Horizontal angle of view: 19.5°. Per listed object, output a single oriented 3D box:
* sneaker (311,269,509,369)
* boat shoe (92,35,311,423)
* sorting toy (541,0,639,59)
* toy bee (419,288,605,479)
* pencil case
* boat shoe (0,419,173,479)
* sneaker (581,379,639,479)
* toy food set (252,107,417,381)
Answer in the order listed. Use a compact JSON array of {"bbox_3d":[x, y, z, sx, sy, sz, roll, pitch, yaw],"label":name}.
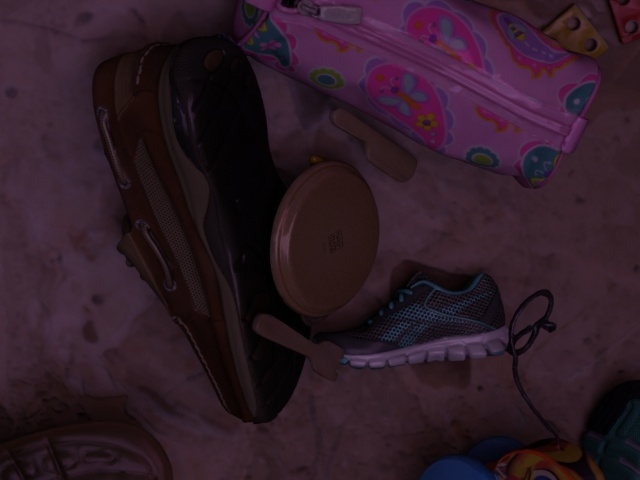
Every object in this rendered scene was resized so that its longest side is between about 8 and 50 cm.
[{"bbox_3d":[0.073,0.063,1.513,0.166,0.065,0.076,-6,89,-10],"label":"sneaker"},{"bbox_3d":[-0.092,-0.010,1.442,0.120,0.122,0.324,3,121,27],"label":"boat shoe"},{"bbox_3d":[0.193,-0.258,1.444,0.132,0.046,0.274,-18,107,-3],"label":"sorting toy"},{"bbox_3d":[0.158,0.218,1.482,0.195,0.162,0.298,-31,146,-39],"label":"toy bee"},{"bbox_3d":[0.068,-0.142,1.419,0.284,0.124,0.124,25,100,-14],"label":"pencil case"},{"bbox_3d":[-0.270,0.239,1.479,0.341,0.110,0.121,-27,86,4],"label":"boat shoe"},{"bbox_3d":[0.274,0.221,1.581,0.098,0.083,0.223,-2,108,-33],"label":"sneaker"},{"bbox_3d":[0.000,0.000,1.451,0.132,0.038,0.192,34,73,-48],"label":"toy food set"}]
